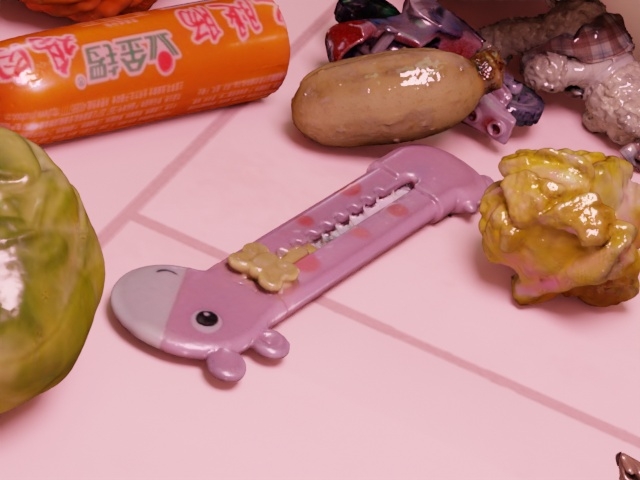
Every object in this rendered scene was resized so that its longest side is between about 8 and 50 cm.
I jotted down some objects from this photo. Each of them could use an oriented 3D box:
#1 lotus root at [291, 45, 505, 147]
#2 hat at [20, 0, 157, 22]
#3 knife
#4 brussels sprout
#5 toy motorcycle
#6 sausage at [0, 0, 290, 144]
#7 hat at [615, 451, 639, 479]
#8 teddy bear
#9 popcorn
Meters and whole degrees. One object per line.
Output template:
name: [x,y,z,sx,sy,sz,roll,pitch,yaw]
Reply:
lotus root: [0.066,-0.120,1.667,0.183,0.077,0.090,-10,11,-1]
hat: [-0.285,-0.350,1.781,0.400,0.285,0.285,18,31,33]
knife: [0.000,-0.001,1.540,0.132,0.038,0.398,35,38,21]
brussels sprout: [-0.250,0.025,1.307,0.223,0.161,0.223,6,59,-11]
toy motorcycle: [0.092,-0.153,1.751,0.213,0.082,0.122,31,40,15]
sausage: [-0.169,-0.136,1.614,0.312,0.093,0.093,-15,45,-38]
hat: [0.237,0.222,1.285,0.147,0.085,0.175,23,39,4]
teddy bear: [0.248,-0.161,1.800,0.213,0.111,0.133,38,39,29]
popcorn: [0.192,-0.012,1.557,0.145,0.125,0.126,34,43,-53]
